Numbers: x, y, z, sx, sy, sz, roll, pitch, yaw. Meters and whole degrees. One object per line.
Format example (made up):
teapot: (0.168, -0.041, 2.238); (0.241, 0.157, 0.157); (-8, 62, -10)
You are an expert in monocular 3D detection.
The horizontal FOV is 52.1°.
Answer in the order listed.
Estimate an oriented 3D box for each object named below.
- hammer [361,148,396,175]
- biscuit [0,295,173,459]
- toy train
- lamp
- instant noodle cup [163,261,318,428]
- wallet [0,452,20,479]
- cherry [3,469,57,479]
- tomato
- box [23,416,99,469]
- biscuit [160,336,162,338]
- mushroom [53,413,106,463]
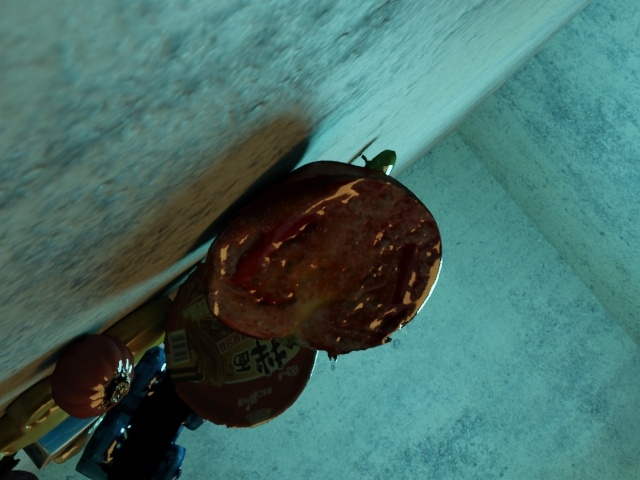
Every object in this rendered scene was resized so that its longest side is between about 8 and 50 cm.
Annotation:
hammer: (0.053, -0.072, 1.363); (0.335, 0.119, 0.206); (-53, -178, 41)
biscuit: (-0.358, 0.213, 0.985); (0.355, 0.052, 0.275); (-39, 178, -9)
toy train: (-0.349, 0.367, 1.349); (0.265, 0.188, 0.300); (-30, -151, 59)
lamp: (-0.281, 0.168, 0.812); (0.107, 0.092, 0.107); (-48, 149, -40)
instant noodle cup: (-0.136, 0.152, 1.024); (0.274, 0.274, 0.090); (-38, -163, -35)
wallet: (-0.636, 0.451, 1.149); (0.160, 0.055, 0.236); (-33, 178, -7)
cherry: (-0.696, 0.620, 1.409); (0.300, 0.203, 0.230); (-30, -147, -35)
tomato: (-0.001, 0.000, 0.869); (0.309, 0.309, 0.170); (-40, -152, 19)
box: (-0.490, 0.351, 1.249); (0.139, 0.073, 0.194); (-40, 178, -37)
biscuit: (-0.420, 0.266, 1.523); (0.232, 0.013, 0.237); (-39, 178, -23)
mushroom: (-0.517, 0.399, 1.462); (0.108, 0.096, 0.247); (-27, -177, 42)
